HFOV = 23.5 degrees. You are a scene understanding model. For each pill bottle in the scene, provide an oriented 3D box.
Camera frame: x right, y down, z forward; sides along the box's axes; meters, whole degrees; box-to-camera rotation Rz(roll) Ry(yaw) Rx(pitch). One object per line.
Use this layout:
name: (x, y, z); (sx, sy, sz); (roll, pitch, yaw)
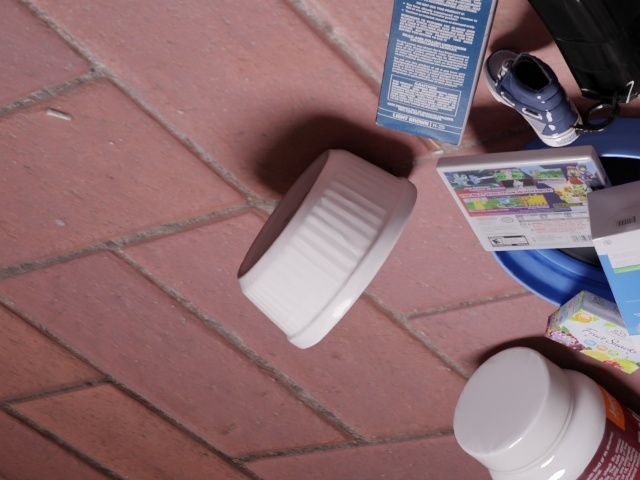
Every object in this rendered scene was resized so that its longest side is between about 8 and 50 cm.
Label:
pill bottle: (0.404, 0.340, 2.422); (0.224, 0.224, 0.392); (-19, 135, 43)

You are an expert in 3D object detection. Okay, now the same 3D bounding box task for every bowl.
bowl: (0.410, -0.020, 1.992); (0.391, 0.077, 0.391); (11, 148, 7)

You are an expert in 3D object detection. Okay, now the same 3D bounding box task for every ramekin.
ramekin: (0.000, 0.000, 2.042); (0.127, 0.273, 0.273); (36, 145, -8)

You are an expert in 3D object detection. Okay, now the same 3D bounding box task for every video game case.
video game case: (0.268, -0.050, 1.914); (0.201, 0.023, 0.183); (-3, 144, 29)

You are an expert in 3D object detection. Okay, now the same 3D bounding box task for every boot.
boot: (0.231, -0.188, 1.739); (0.069, 0.190, 0.086); (-35, 130, -2)

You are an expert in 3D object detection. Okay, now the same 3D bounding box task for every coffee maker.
coffee maker: (0.289, -0.235, 1.613); (0.120, 0.171, 0.178); (-11, 140, 32)

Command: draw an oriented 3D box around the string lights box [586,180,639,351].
string lights box: (0.423, 0.031, 1.895); (0.133, 0.077, 0.260); (-12, 141, 16)

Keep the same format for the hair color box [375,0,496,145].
hair color box: (0.140, -0.274, 1.617); (0.105, 0.174, 0.347); (15, 148, 4)

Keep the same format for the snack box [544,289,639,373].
snack box: (0.396, 0.127, 2.120); (0.141, 0.037, 0.100); (23, 147, -12)
